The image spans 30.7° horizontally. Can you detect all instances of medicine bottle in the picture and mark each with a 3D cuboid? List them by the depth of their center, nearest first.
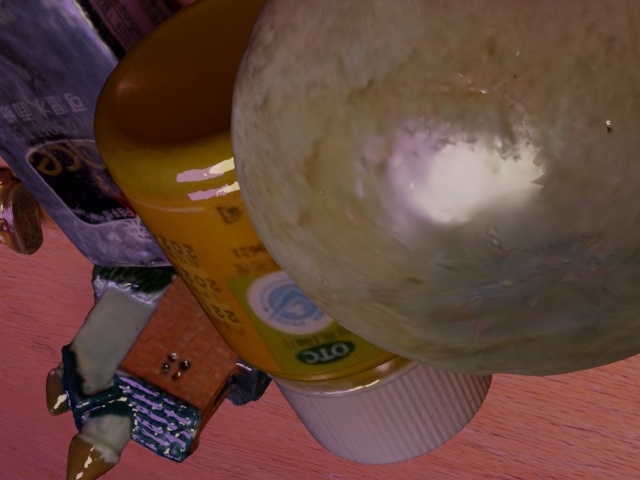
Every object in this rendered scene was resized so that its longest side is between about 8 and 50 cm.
[{"bbox_3d":[0.000,0.000,0.941,0.224,0.224,0.384,10,143,36],"label":"medicine bottle"}]

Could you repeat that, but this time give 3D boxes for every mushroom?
[{"bbox_3d":[0.125,-0.067,0.670,0.352,0.260,0.352,-2,143,-2],"label":"mushroom"}]

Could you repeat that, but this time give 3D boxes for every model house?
[{"bbox_3d":[-0.218,0.179,1.382,0.253,0.291,0.184,29,146,8],"label":"model house"}]

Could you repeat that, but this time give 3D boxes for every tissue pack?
[{"bbox_3d":[-0.207,-0.130,1.067,0.259,0.122,0.361,1,136,40],"label":"tissue pack"}]

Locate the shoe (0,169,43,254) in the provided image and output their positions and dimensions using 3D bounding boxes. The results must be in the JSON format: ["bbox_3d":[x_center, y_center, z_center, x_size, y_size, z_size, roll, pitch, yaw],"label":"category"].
[{"bbox_3d":[-0.391,-0.031,1.451,0.069,0.072,0.109,8,143,30],"label":"shoe"}]
